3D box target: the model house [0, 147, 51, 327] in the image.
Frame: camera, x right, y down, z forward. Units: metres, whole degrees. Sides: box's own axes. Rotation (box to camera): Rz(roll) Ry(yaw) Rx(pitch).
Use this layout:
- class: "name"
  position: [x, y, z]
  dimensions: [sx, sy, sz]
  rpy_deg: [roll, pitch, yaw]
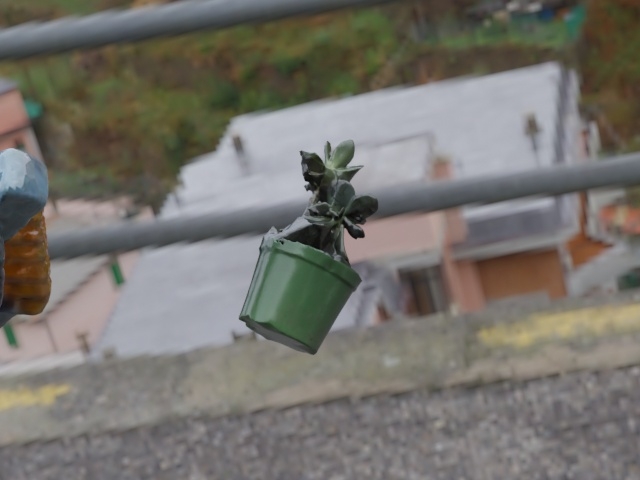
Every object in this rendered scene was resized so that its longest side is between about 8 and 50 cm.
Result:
- class: "model house"
  position: [-0.357, -0.047, 1.595]
  dimensions: [0.339, 0.297, 0.360]
  rpy_deg: [-38, 48, 34]

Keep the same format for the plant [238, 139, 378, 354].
- class: "plant"
  position: [0.000, 0.000, 0.835]
  dimensions: [0.051, 0.051, 0.102]
  rpy_deg: [12, 75, 45]
